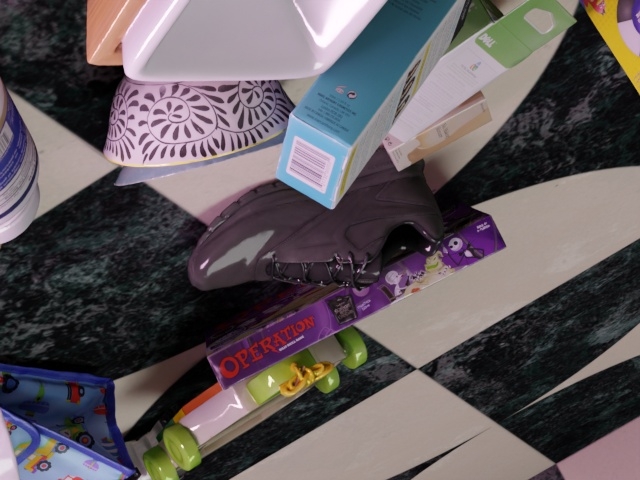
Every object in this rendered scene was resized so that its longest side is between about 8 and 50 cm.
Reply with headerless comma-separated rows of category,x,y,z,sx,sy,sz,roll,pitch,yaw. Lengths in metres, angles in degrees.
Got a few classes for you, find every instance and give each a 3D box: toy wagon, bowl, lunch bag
toy wagon,-0.071,0.183,1.986,0.267,0.068,0.344,-30,171,-25
bowl,-0.108,-0.128,1.409,0.170,0.170,0.080,-18,111,-20
lunch bag,-0.392,0.226,1.859,0.221,0.138,0.293,-36,143,23

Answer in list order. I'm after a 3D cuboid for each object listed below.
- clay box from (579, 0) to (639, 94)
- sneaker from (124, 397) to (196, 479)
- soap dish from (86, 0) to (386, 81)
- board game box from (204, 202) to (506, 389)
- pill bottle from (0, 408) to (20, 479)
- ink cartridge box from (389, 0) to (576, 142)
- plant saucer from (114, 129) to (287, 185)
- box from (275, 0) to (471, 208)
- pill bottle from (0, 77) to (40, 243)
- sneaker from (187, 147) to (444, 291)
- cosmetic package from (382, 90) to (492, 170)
clay box,0.332,-0.206,1.576,0.053,0.222,0.127,-9,150,-36
sneaker,-0.228,0.293,2.197,0.234,0.078,0.106,-31,154,4
soap dish,-0.028,-0.244,1.239,0.229,0.118,0.291,-6,149,-41
board game box,0.031,0.057,1.910,0.347,0.056,0.208,-27,-177,-3
pill bottle,-0.505,0.234,1.579,0.407,0.229,0.229,-18,155,-20
ink cartridge box,0.129,-0.186,1.601,0.209,0.062,0.109,-34,156,15
plant saucer,-0.097,-0.093,1.513,0.195,0.037,0.195,-15,-172,2
box,0.053,-0.149,1.440,0.244,0.060,0.100,-55,171,-30
pill bottle,-0.285,-0.070,1.333,0.112,0.112,0.187,-25,157,-6
sneaker,0.000,0.000,1.767,0.286,0.130,0.109,-22,156,-10
cosmetic package,0.117,-0.124,1.745,0.115,0.041,0.060,-29,157,4
